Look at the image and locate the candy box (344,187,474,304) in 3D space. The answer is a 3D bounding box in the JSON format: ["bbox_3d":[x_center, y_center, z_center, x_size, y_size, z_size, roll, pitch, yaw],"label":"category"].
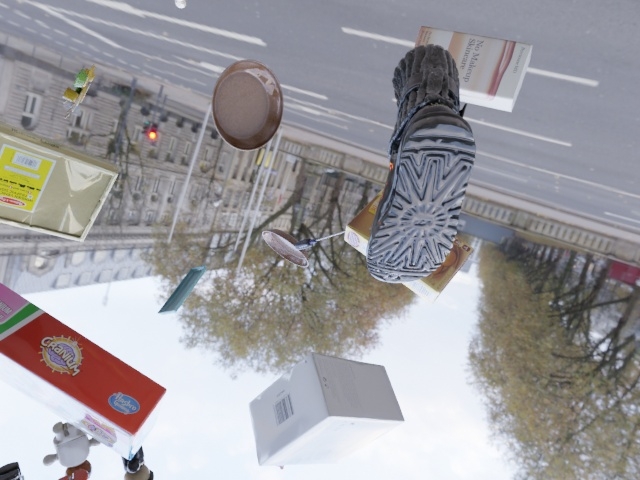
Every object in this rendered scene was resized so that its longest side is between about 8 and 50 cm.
[{"bbox_3d":[0.246,0.010,1.274,0.316,0.183,0.088,38,154,17],"label":"candy box"}]

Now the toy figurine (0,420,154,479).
[{"bbox_3d":[-0.432,0.432,0.796,0.209,0.148,0.213,-4,-166,12],"label":"toy figurine"}]

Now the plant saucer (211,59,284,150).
[{"bbox_3d":[-0.170,-0.306,1.019,0.036,0.199,0.198,22,-172,41],"label":"plant saucer"}]

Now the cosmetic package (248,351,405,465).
[{"bbox_3d":[0.010,0.363,0.939,0.224,0.224,0.138,20,-144,-39],"label":"cosmetic package"}]

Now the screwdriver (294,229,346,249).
[{"bbox_3d":[0.000,0.000,1.039,0.169,0.025,0.024,-11,-172,44],"label":"screwdriver"}]

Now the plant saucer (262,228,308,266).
[{"bbox_3d":[-0.099,0.017,1.340,0.168,0.029,0.168,30,160,12],"label":"plant saucer"}]

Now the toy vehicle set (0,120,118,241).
[{"bbox_3d":[-0.505,-0.102,0.747,0.266,0.166,0.035,20,-154,-41],"label":"toy vehicle set"}]

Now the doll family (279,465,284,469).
[{"bbox_3d":[-0.093,0.567,1.380,0.163,0.263,0.118,10,-162,-28],"label":"doll family"}]

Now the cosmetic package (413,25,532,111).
[{"bbox_3d":[0.403,-0.471,1.228,0.295,0.153,0.129,19,-172,20],"label":"cosmetic package"}]

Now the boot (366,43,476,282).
[{"bbox_3d":[0.163,-0.120,0.761,0.131,0.348,0.260,9,-137,-4],"label":"boot"}]

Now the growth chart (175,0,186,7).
[{"bbox_3d":[-0.284,-0.420,0.609,0.237,0.021,0.172,31,167,10],"label":"growth chart"}]

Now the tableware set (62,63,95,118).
[{"bbox_3d":[-0.454,-0.292,0.840,0.024,0.104,0.154,29,-162,-27],"label":"tableware set"}]

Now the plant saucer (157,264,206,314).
[{"bbox_3d":[-0.397,0.143,1.300,0.067,0.018,0.192,-13,-147,30],"label":"plant saucer"}]

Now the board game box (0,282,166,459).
[{"bbox_3d":[-0.370,0.175,0.611,0.316,0.242,0.064,34,-128,-2],"label":"board game box"}]
